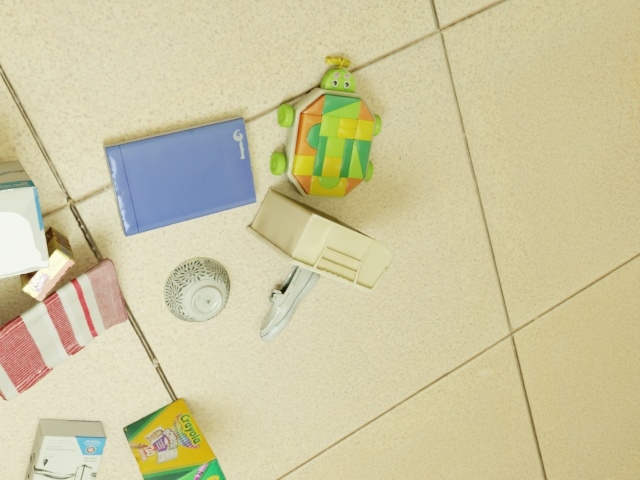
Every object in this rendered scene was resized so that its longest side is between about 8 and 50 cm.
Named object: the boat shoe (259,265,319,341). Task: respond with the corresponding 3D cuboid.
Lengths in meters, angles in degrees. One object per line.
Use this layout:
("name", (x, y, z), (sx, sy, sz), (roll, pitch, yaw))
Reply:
("boat shoe", (-0.097, 0.151, 1.940), (0.076, 0.083, 0.226), (41, 75, -21))

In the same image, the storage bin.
("storage bin", (0.000, 0.000, 1.818), (0.261, 0.262, 0.123), (23, 94, -32))

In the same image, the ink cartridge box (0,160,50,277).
("ink cartridge box", (-0.646, -0.043, 1.484), (0.168, 0.233, 0.171), (-13, 113, -25))

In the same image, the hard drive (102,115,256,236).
("hard drive", (-0.313, -0.149, 1.730), (0.319, 0.040, 0.210), (-17, 115, -21))

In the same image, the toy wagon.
("toy wagon", (0.024, -0.272, 1.842), (0.267, 0.068, 0.344), (1, 108, -28))

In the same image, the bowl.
("bowl", (-0.285, 0.133, 1.826), (0.170, 0.080, 0.170), (-10, 112, -25))

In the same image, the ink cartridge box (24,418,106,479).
("ink cartridge box", (-0.611, 0.537, 1.804), (0.148, 0.086, 0.203), (10, 103, -30))

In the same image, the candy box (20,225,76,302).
("candy box", (-0.573, 0.046, 1.581), (0.053, 0.187, 0.109), (42, 87, -29))

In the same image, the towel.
("towel", (-0.565, 0.194, 1.619), (0.329, 0.037, 0.237), (-37, 155, -25))

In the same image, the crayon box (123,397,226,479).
("crayon box", (-0.353, 0.511, 1.813), (0.165, 0.278, 0.081), (-26, 119, -17))
